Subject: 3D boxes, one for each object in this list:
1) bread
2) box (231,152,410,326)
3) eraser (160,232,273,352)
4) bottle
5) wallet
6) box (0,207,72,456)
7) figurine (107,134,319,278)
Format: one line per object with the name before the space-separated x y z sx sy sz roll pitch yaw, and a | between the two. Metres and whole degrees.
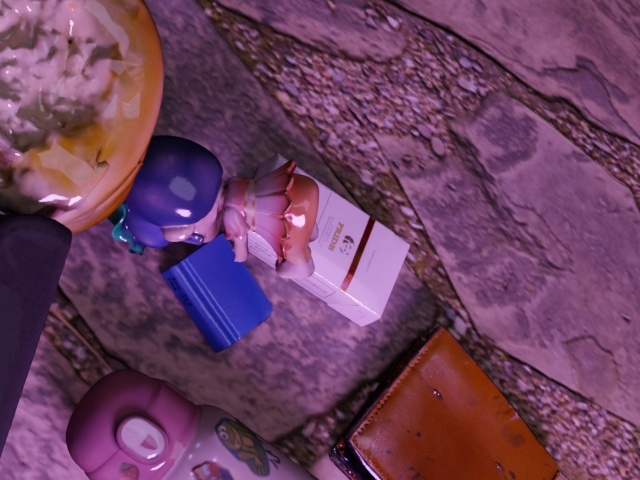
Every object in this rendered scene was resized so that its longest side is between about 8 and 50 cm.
bread | -0.256 -0.140 1.186 0.316 0.270 0.211 27 87 -1
box | 0.000 0.000 1.445 0.154 0.040 0.084 34 57 -19
eraser | -0.087 0.044 1.381 0.063 0.027 0.084 -37 95 -37
bottle | -0.084 0.198 1.274 0.253 0.120 0.120 38 58 -17
wallet | 0.115 0.197 1.454 0.195 0.042 0.161 48 60 -13
box | -0.343 0.136 1.049 0.204 0.251 0.345 27 60 -23
figurine | -0.093 -0.038 1.340 0.195 0.102 0.111 6 44 -3
